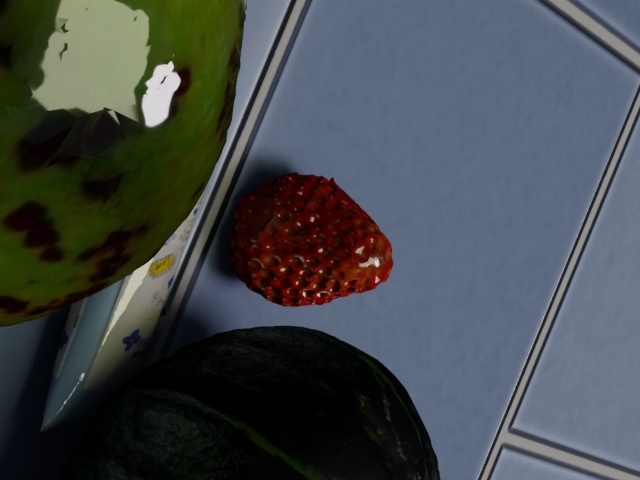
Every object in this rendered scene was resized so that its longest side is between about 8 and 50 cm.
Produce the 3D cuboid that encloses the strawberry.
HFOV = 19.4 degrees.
[{"bbox_3d":[0.000,0.000,0.927,0.073,0.083,0.073,-1,92,-48],"label":"strawberry"}]

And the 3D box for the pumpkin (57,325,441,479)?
[{"bbox_3d":[-0.035,0.147,0.879,0.220,0.162,0.220,-48,156,-30],"label":"pumpkin"}]

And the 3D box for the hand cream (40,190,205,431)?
[{"bbox_3d":[-0.084,0.006,0.858,0.065,0.043,0.170,0,110,-65],"label":"hand cream"}]

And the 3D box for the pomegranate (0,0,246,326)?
[{"bbox_3d":[-0.118,-0.088,0.661,0.263,0.211,0.211,-64,148,-44],"label":"pomegranate"}]
